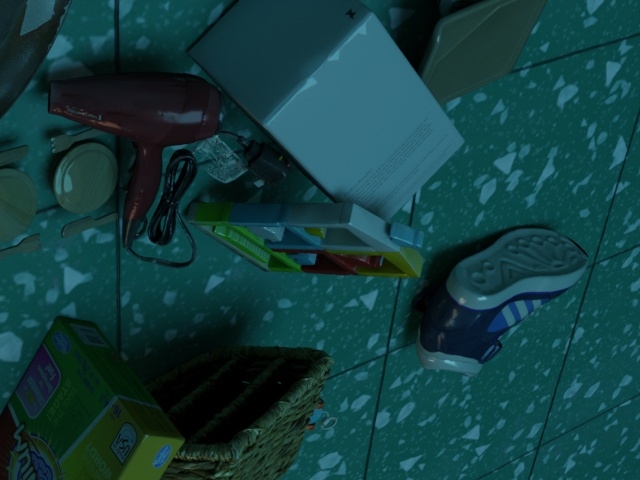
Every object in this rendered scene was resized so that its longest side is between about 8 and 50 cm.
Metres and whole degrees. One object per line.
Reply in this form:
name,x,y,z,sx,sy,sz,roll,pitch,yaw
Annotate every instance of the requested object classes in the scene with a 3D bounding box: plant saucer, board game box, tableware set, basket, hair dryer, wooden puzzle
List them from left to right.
plant saucer,-0.313,-0.226,1.101,0.310,0.050,0.310,-60,173,-13
tableware set,-0.319,-0.059,1.354,0.194,0.039,0.128,-22,124,-37
board game box,-0.325,0.293,1.489,0.064,0.242,0.316,17,110,-48
hair dryer,-0.189,-0.089,1.347,0.224,0.080,0.293,-40,124,9
basket,-0.154,0.239,1.596,0.299,0.213,0.223,-37,153,-54
wooden puzzle,0.208,-0.266,1.622,0.239,0.044,0.221,-31,161,-25

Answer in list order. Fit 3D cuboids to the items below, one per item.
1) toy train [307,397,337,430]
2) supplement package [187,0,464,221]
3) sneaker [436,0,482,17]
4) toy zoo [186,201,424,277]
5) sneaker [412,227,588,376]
toy train,-0.059,0.309,1.915,0.166,0.046,0.125,-37,142,-8
supplement package,0.014,-0.173,1.453,0.177,0.175,0.293,-45,143,0
sneaker,0.202,-0.408,1.484,0.126,0.127,0.321,-27,163,-25
toy zoo,0.000,0.000,1.524,0.192,0.293,0.030,36,62,-52
sneaker,0.293,0.117,2.027,0.323,0.130,0.236,-17,143,-39
